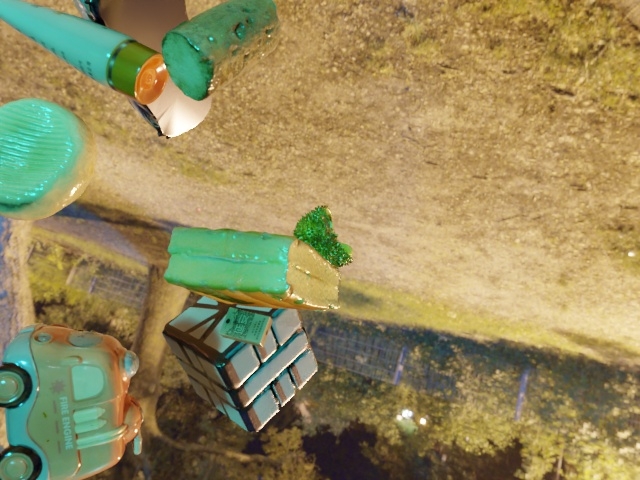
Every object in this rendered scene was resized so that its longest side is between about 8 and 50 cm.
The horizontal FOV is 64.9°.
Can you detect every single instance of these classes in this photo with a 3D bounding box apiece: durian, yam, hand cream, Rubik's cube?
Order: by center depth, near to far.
[{"bbox_3d":[-0.146,-0.312,0.790,0.107,0.194,0.107,28,144,22],"label":"yam"},{"bbox_3d":[-0.399,-0.323,0.824,0.314,0.089,0.139,25,-167,6],"label":"hand cream"},{"bbox_3d":[-0.217,0.302,1.410,0.293,0.288,0.284,11,129,42],"label":"Rubik's cube"},{"bbox_3d":[0.000,0.003,1.707,0.200,0.176,0.237,45,161,58],"label":"durian"}]

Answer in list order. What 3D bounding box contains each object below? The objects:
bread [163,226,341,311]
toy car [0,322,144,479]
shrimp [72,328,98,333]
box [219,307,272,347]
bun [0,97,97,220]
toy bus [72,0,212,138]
[{"bbox_3d":[-0.105,0.062,0.899,0.239,0.111,0.246,4,165,23],"label":"bread"},{"bbox_3d":[-0.416,0.269,0.855,0.212,0.271,0.180,-6,-178,-15],"label":"toy car"},{"bbox_3d":[-0.703,0.320,1.535,0.154,0.062,0.294,57,163,-16],"label":"shrimp"},{"bbox_3d":[-0.134,0.156,0.906,0.083,0.053,0.024,10,152,15],"label":"box"},{"bbox_3d":[-0.493,-0.133,0.875,0.222,0.222,0.127,16,173,4],"label":"bun"},{"bbox_3d":[-0.347,-0.389,1.003,0.162,0.171,0.386,44,163,21],"label":"toy bus"}]
